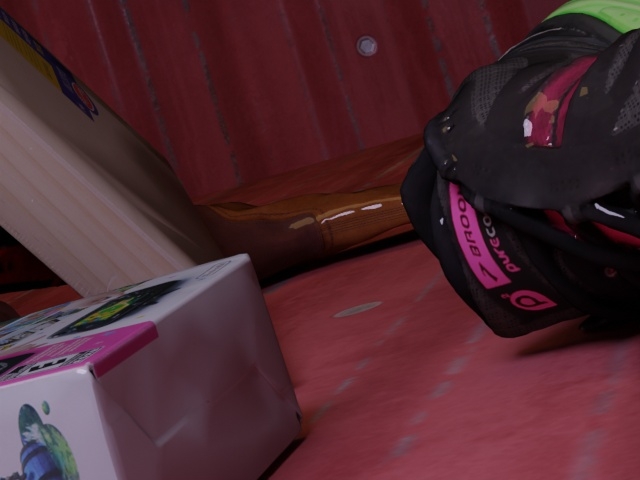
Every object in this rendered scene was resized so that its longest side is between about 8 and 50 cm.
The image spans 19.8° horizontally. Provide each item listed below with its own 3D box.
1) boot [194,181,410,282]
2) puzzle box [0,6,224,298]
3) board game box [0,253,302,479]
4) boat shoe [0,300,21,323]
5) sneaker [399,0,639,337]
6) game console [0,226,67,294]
[{"bbox_3d":[0.000,0.000,1.525,0.280,0.096,0.264,-9,-1,4],"label":"boot"},{"bbox_3d":[-0.173,-0.065,1.134,0.052,0.272,0.409,-46,22,3],"label":"puzzle box"},{"bbox_3d":[-0.185,0.105,0.814,0.303,0.097,0.224,-16,5,16],"label":"board game box"},{"bbox_3d":[-0.287,0.102,1.117,0.091,0.109,0.305,-15,0,24],"label":"boat shoe"},{"bbox_3d":[0.162,-0.023,0.859,0.202,0.185,0.483,-36,5,-9],"label":"sneaker"},{"bbox_3d":[-0.349,0.023,1.178,0.386,0.060,0.342,-7,-1,5],"label":"game console"}]
